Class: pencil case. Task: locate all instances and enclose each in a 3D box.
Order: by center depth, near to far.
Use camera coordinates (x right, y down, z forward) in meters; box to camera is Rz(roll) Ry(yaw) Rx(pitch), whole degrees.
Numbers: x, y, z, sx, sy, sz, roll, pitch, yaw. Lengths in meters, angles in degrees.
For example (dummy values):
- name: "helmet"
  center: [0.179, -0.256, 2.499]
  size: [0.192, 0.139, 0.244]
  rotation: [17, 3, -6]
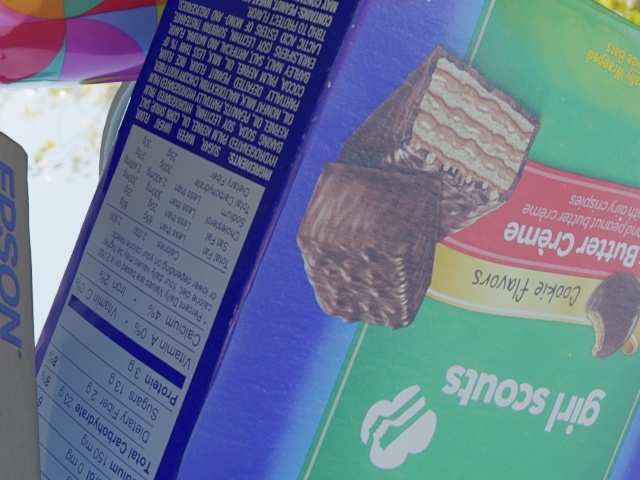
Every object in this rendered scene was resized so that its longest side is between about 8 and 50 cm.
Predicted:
- name: "pencil case"
  center: [-0.127, -0.109, 0.540]
  size: [0.236, 0.104, 0.104]
  rotation: [-14, -160, -22]

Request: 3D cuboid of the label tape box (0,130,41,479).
- name: "label tape box"
  center: [-0.133, 0.074, 0.290]
  size: [0.105, 0.334, 0.241]
  rotation: [-13, -111, 13]

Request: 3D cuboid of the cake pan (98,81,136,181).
- name: "cake pan"
  center: [0.000, 0.000, 0.747]
  size: [0.293, 0.293, 0.054]
  rotation: [-2, -153, 35]

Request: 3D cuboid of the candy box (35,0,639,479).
- name: "candy box"
  center: [0.032, 0.048, 0.530]
  size: [0.268, 0.317, 0.122]
  rotation: [17, -173, -40]
